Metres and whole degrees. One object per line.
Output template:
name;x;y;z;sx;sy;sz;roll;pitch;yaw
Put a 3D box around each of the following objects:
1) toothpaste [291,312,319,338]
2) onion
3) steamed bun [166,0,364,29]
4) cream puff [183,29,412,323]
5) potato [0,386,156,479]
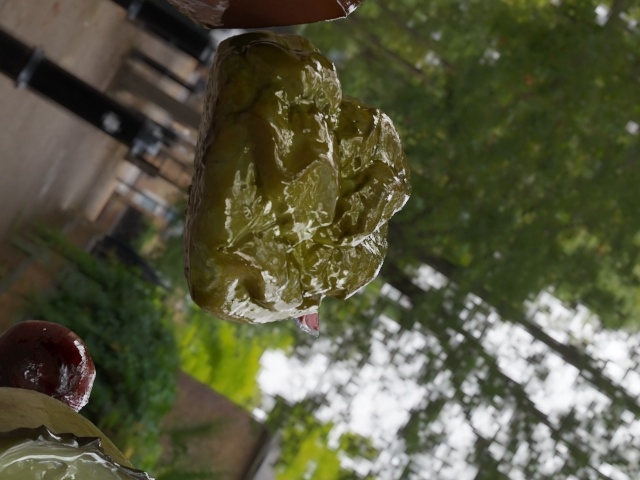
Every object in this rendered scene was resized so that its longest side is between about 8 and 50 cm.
toothpaste;0.000;0.000;2.015;0.075;0.048;0.301;79;20;-56
onion;-0.318;0.152;1.540;0.131;0.131;0.131;-56;-172;12
steamed bun;-0.088;-0.376;1.317;0.379;0.235;0.248;37;57;-59
cream puff;-0.019;-0.062;1.509;0.291;0.257;0.325;-107;-153;-63
potato;-0.222;0.225;1.009;0.242;0.285;0.242;-25;-151;15
